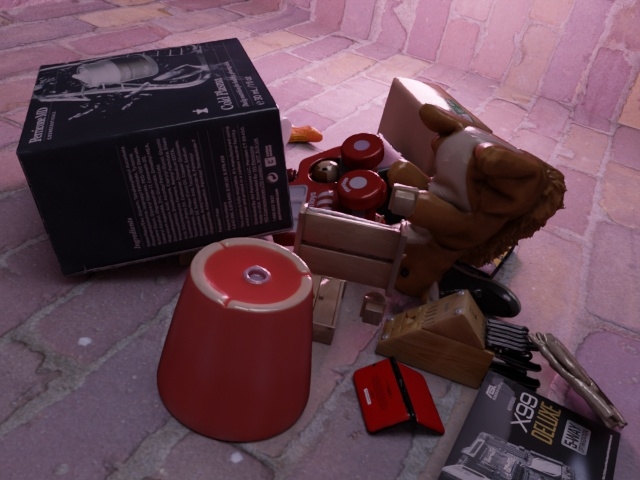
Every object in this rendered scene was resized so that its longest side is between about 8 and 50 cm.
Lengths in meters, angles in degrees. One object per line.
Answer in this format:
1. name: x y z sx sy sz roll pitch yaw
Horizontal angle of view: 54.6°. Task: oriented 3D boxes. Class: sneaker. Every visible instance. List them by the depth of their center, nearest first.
1. sneaker: 0.324 0.133 1.382 0.222 0.083 0.118 25 41 29
2. sneaker: -0.270 -0.011 1.387 0.086 0.064 0.192 1 31 -10
3. sneaker: -0.079 -0.335 1.981 0.175 0.064 0.067 11 52 6

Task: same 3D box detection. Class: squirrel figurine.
1. squirrel figurine: 0.301 -0.034 1.296 0.396 0.371 0.281 13 24 -35

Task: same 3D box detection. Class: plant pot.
1. plant pot: -0.127 0.147 1.031 0.274 0.243 0.275 10 32 -6
2. plant pot: 0.120 -0.151 1.657 0.166 0.188 0.187 -14 39 -15

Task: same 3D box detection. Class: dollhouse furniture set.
1. dollhouse furniture set: 0.000 0.000 1.199 0.303 0.356 0.174 13 31 1

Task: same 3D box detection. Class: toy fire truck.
1. toy fire truck: 0.023 -0.114 1.433 0.253 0.169 0.302 -1 48 9

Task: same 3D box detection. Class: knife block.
1. knife block: 0.281 0.230 1.218 0.275 0.242 0.088 -24 17 28

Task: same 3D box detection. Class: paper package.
1. paper package: 0.289 -0.252 1.735 0.168 0.310 0.325 0 36 -20

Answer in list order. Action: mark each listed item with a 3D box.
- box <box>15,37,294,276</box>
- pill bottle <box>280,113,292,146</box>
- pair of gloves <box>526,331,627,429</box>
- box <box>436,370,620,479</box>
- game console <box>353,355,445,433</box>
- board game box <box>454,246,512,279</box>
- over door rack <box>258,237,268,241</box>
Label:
1. box: -0.350 -0.209 1.359 0.471 0.298 0.480 -13 36 -10
2. pill bottle: -0.227 -0.365 1.873 0.272 0.152 0.152 28 35 22
3. pair of gloves: 0.474 0.259 1.144 0.240 0.042 0.204 29 23 -55
4. box: 0.333 0.372 1.001 0.242 0.077 0.307 25 34 19
5. game console: 0.138 0.291 1.118 0.124 0.085 0.144 -22 35 4
6. board game box: 0.396 0.020 1.602 0.165 0.042 0.243 28 35 21
7. over door rack: -0.059 -0.076 1.528 0.239 0.108 0.324 1 34 -17
